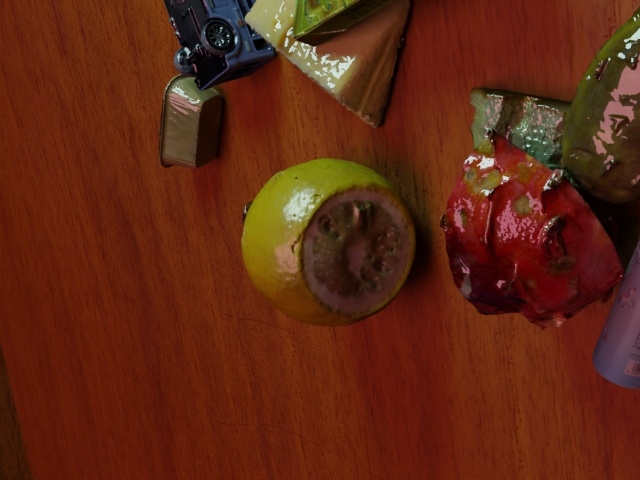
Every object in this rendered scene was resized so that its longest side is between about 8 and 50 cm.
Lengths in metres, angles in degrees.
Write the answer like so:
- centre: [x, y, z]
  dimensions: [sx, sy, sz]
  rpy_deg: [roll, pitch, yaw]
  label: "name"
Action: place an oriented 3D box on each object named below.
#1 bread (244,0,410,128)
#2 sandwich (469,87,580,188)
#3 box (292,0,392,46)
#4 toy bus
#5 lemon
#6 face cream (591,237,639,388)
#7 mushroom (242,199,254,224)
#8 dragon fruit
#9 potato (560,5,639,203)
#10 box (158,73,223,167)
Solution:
- centre: [0.033, -0.303, 1.265]
  dimensions: [0.240, 0.135, 0.178]
  rpy_deg: [43, 100, 32]
  label: "bread"
- centre: [0.247, -0.122, 1.032]
  dimensions: [0.244, 0.088, 0.090]
  rpy_deg: [25, 119, 43]
  label: "sandwich"
- centre: [0.065, -0.363, 1.074]
  dimensions: [0.311, 0.043, 0.172]
  rpy_deg: [-13, 69, 58]
  label: "box"
- centre: [-0.184, -0.397, 1.401]
  dimensions: [0.125, 0.133, 0.292]
  rpy_deg: [-20, 91, 57]
  label: "toy bus"
- centre: [0.000, 0.000, 1.261]
  dimensions: [0.219, 0.240, 0.240]
  rpy_deg: [16, 117, 60]
  label: "lemon"
- centre: [0.368, 0.053, 0.972]
  dimensions: [0.075, 0.075, 0.229]
  rpy_deg: [37, 129, 35]
  label: "face cream"
- centre: [-0.087, -0.014, 1.500]
  dimensions: [0.123, 0.052, 0.123]
  rpy_deg: [31, 129, 48]
  label: "mushroom"
- centre: [0.235, 0.019, 0.981]
  dimensions: [0.161, 0.126, 0.274]
  rpy_deg: [22, 152, 44]
  label: "dragon fruit"
- centre: [0.337, -0.146, 0.885]
  dimensions: [0.149, 0.113, 0.251]
  rpy_deg: [24, 117, 0]
  label: "potato"
- centre: [-0.234, -0.207, 1.561]
  dimensions: [0.111, 0.111, 0.177]
  rpy_deg: [38, 130, 35]
  label: "box"
